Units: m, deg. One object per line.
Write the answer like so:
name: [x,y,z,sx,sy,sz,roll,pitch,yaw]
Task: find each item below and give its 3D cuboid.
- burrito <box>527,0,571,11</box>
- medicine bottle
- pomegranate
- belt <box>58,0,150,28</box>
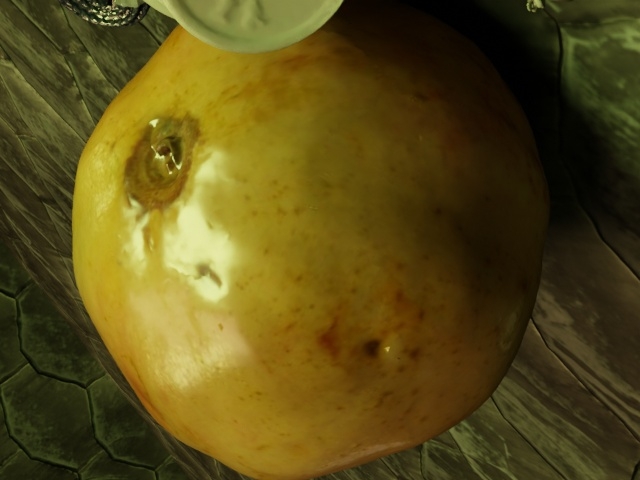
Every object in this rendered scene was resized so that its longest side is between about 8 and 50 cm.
burrito: [0.140,-0.255,0.569,0.101,0.139,0.445,12,146,8]
medicine bottle: [-0.080,-0.249,0.836,0.170,0.170,0.293,62,178,-34]
pomegranate: [0.000,0.000,0.971,0.411,0.411,0.411,39,157,20]
belt: [-0.217,-0.330,1.140,0.140,0.126,0.230,5,142,19]
